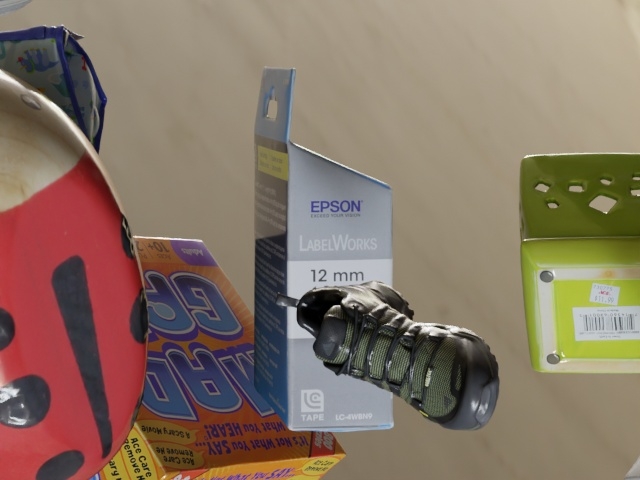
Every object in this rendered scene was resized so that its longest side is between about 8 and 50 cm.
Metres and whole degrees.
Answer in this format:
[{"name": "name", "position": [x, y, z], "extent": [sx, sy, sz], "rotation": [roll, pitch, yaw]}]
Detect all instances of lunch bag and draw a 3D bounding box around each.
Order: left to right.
[{"name": "lunch bag", "position": [-0.287, -0.150, 1.845], "extent": [0.151, 0.129, 0.096], "rotation": [71, -163, -56]}]

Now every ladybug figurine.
[{"name": "ladybug figurine", "position": [-0.272, 0.056, 1.727], "extent": [0.305, 0.162, 0.449], "rotation": [-40, -51, -39]}]

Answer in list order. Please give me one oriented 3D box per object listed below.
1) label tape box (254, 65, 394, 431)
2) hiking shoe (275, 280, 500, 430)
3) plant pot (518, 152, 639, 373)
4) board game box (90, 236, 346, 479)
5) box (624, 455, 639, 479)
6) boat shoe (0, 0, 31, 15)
[{"name": "label tape box", "position": [0.000, 0.000, 1.931], "extent": [0.249, 0.115, 0.347], "rotation": [-152, 63, -79]}, {"name": "hiking shoe", "position": [0.053, 0.098, 1.583], "extent": [0.114, 0.086, 0.227], "rotation": [2, -163, -34]}, {"name": "plant pot", "position": [0.352, 0.040, 2.339], "extent": [0.207, 0.228, 0.227], "rotation": [-74, -20, -54]}, {"name": "board game box", "position": [-0.269, 0.239, 2.336], "extent": [0.356, 0.356, 0.356], "rotation": [3, -134, -56]}, {"name": "box", "position": [0.457, 0.296, 1.821], "extent": [0.215, 0.168, 0.345], "rotation": [-46, -58, -37]}, {"name": "boat shoe", "position": [-0.479, -0.283, 2.207], "extent": [0.118, 0.320, 0.103], "rotation": [67, 156, 22]}]
